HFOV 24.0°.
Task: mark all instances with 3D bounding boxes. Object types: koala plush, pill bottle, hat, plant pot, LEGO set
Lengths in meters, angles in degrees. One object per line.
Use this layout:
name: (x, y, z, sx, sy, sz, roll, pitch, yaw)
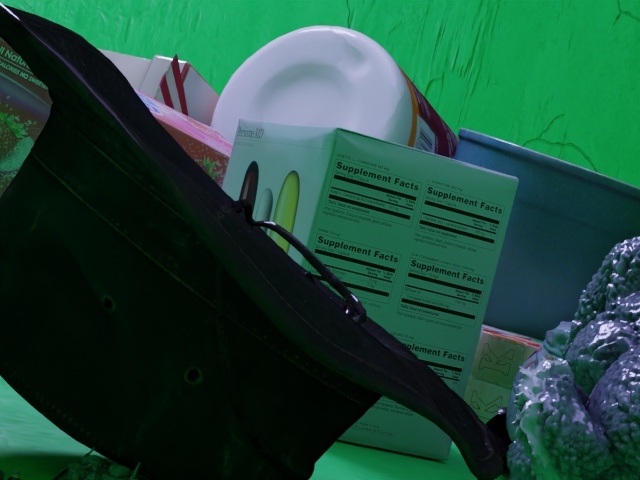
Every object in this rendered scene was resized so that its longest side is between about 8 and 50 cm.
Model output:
koala plush: (0.193, 0.096, 0.807, 0.196, 0.203, 0.221, 14, 12, 17)
pill bottle: (0.059, -0.056, 1.677, 0.224, 0.224, 0.392, 15, -14, 30)
hat: (-0.074, 0.032, 0.693, 0.331, 0.134, 0.331, 42, 3, -3)
plant pot: (0.226, 0.049, 1.534, 0.271, 0.255, 0.271, 20, 4, -1)
LEGO set: (-0.099, 0.093, 0.604, 0.083, 0.023, 0.054, 15, 0, -18)

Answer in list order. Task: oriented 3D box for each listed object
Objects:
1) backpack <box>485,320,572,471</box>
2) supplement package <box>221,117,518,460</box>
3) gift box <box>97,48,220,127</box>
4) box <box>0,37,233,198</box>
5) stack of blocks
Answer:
backpack: (0.194, 0.122, 1.072, 0.152, 0.115, 0.182, 17, 3, 15)
supplement package: (0.012, 0.029, 1.088, 0.149, 0.203, 0.194, 15, 0, -24)
gift box: (-0.211, -0.087, 1.653, 0.258, 0.276, 0.255, 16, -9, 26)
box: (-0.222, -0.079, 1.352, 0.300, 0.154, 0.142, 28, 6, -36)
stack of blocks: (0.181, 0.131, 1.326, 0.297, 0.087, 0.171, 14, 0, 29)
